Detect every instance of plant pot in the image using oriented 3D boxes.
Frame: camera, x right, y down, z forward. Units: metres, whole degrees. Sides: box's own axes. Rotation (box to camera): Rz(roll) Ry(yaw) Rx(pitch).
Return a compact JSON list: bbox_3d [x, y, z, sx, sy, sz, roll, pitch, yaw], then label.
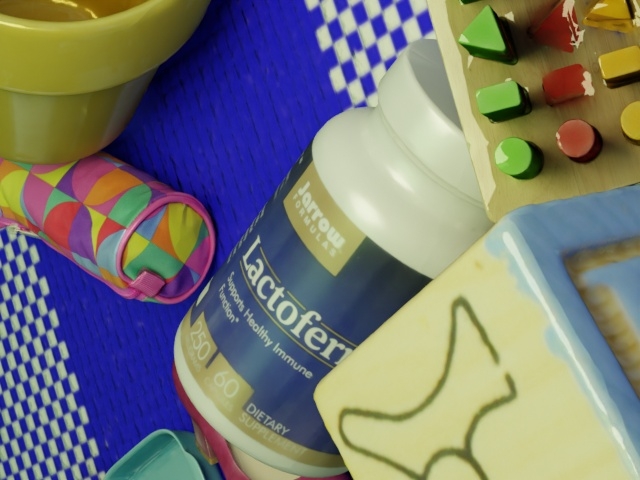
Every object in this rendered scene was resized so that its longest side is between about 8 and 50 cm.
[{"bbox_3d":[-0.209,-0.188,1.447,0.254,0.254,0.239,60,156,22],"label":"plant pot"}]

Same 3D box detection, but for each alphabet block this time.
[{"bbox_3d":[0.148,0.099,1.061,0.197,0.193,0.192,-44,64,43],"label":"alphabet block"}]

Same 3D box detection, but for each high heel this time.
[{"bbox_3d":[-0.039,0.139,1.440,0.244,0.082,0.117,37,140,58],"label":"high heel"}]

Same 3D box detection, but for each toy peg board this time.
[{"bbox_3d":[0.144,-0.108,1.039,0.160,0.079,0.161,-16,87,11],"label":"toy peg board"}]

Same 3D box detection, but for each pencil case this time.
[{"bbox_3d":[-0.186,-0.022,1.572,0.236,0.104,0.104,24,119,49],"label":"pencil case"}]

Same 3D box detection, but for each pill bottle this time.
[{"bbox_3d":[0.033,0.012,1.206,0.264,0.153,0.153,-54,57,27],"label":"pill bottle"}]

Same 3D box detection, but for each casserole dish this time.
[{"bbox_3d":[-0.128,0.226,1.622,0.188,0.037,0.114,-42,67,51],"label":"casserole dish"}]
